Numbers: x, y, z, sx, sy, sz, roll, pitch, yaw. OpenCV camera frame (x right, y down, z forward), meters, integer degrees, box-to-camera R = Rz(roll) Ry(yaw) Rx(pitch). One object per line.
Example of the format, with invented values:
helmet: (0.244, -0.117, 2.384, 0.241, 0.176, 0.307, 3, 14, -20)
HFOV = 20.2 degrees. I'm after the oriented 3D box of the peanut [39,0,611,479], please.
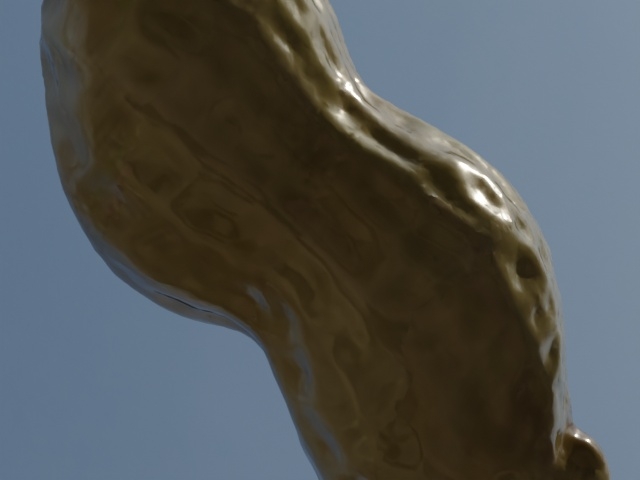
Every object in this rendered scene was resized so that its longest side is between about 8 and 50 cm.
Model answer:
peanut: (0.000, 0.000, 0.413, 0.082, 0.082, 0.187, -42, -87, 4)
